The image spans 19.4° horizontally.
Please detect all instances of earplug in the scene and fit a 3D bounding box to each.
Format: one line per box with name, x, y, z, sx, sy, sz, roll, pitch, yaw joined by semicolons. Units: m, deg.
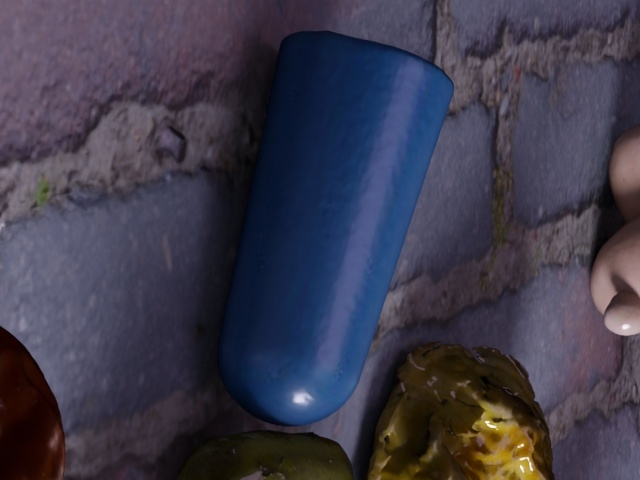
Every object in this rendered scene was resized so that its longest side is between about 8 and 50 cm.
earplug;0.000;0.000;1.346;0.132;0.132;0.273;32;71;-57

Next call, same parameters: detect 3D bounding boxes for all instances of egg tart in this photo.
egg tart;0.135;0.229;1.612;0.297;0.132;0.297;3;87;-56

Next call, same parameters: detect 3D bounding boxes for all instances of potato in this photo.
potato;-0.039;0.182;1.343;0.188;0.085;0.105;20;99;-56

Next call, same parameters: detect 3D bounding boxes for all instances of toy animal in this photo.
toy animal;0.388;-0.009;1.925;0.229;0.210;0.221;-105;-159;-76

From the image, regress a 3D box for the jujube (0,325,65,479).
jujube;-0.229;0.138;0.919;0.250;0.174;0.174;-51;136;-42
